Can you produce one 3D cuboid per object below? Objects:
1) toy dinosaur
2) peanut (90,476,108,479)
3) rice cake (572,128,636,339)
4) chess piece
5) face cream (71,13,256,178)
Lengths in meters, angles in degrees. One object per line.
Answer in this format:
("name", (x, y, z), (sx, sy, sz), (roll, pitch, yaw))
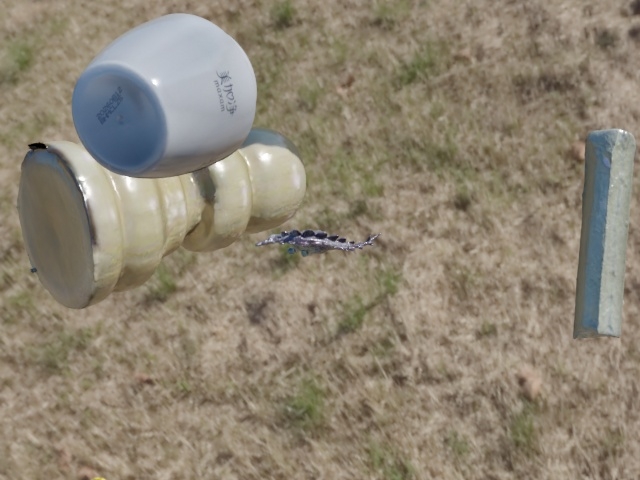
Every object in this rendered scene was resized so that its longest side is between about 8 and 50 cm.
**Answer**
("toy dinosaur", (0.001, 0.002, 1.412), (0.208, 0.082, 0.039), (-2, 83, -16))
("peanut", (-0.326, 0.392, 1.256), (0.087, 0.087, 0.206), (-29, 3, -2))
("rice cake", (0.338, -0.004, 1.065), (0.052, 0.256, 0.057), (-1, 6, -40))
("chess piece", (-0.122, -0.038, 0.798), (0.260, 0.143, 0.142), (-17, 31, -38))
("face cream", (-0.088, -0.081, 0.512), (0.091, 0.091, 0.095), (-1, 21, 26))
